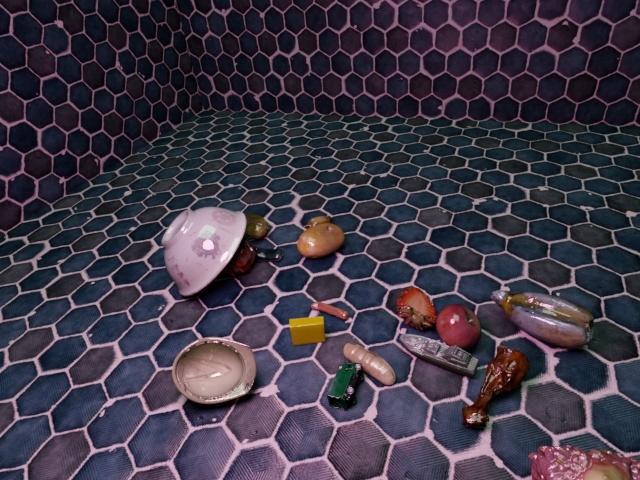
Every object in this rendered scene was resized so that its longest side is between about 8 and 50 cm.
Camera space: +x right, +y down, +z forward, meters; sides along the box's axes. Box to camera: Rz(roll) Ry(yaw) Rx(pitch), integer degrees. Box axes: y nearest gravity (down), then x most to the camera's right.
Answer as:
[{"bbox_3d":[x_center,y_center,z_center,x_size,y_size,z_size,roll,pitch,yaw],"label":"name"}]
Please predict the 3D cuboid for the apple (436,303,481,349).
[{"bbox_3d":[0.460,0.292,1.442,0.154,0.120,0.153,29,38,-26],"label":"apple"}]

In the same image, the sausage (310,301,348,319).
[{"bbox_3d":[0.036,0.265,1.641,0.158,0.036,0.042,14,6,26],"label":"sausage"}]

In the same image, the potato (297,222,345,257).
[{"bbox_3d":[0.000,0.000,1.933,0.234,0.146,0.150,-19,80,-36],"label":"potato"}]

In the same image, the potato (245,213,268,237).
[{"bbox_3d":[-0.332,-0.075,2.135,0.117,0.090,0.226,-30,34,-19],"label":"potato"}]

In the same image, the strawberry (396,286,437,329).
[{"bbox_3d":[0.356,0.258,1.575,0.167,0.086,0.208,33,22,17],"label":"strawberry"}]

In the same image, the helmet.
[{"bbox_3d":[-0.342,0.424,1.407,0.258,0.137,0.203,6,72,-9],"label":"helmet"}]

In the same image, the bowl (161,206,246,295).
[{"bbox_3d":[-0.527,-0.003,1.798,0.435,0.196,0.434,-34,33,25],"label":"bowl"}]

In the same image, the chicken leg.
[{"bbox_3d":[0.515,0.441,1.284,0.304,0.093,0.113,-39,28,-26],"label":"chicken leg"}]

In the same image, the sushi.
[{"bbox_3d":[0.606,0.571,0.956,0.271,0.236,0.170,8,47,15],"label":"sushi"}]

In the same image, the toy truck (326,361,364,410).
[{"bbox_3d":[0.085,0.451,1.350,0.079,0.065,0.147,7,39,24],"label":"toy truck"}]

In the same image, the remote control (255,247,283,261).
[{"bbox_3d":[-0.280,0.063,1.973,0.222,0.042,0.072,1,39,12],"label":"remote control"}]

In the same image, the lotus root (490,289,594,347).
[{"bbox_3d":[0.741,0.254,1.457,0.323,0.140,0.158,20,67,41],"label":"lotus root"}]

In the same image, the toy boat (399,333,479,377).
[{"bbox_3d":[0.380,0.362,1.404,0.261,0.085,0.078,17,43,30],"label":"toy boat"}]

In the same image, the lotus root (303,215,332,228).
[{"bbox_3d":[-0.012,-0.081,2.109,0.152,0.063,0.072,-13,62,-20],"label":"lotus root"}]

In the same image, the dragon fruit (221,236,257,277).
[{"bbox_3d":[-0.371,0.069,1.873,0.189,0.182,0.182,-26,27,27],"label":"dragon fruit"}]

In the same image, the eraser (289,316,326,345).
[{"bbox_3d":[-0.045,0.320,1.527,0.123,0.097,0.045,-7,33,0],"label":"eraser"}]

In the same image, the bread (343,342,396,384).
[{"bbox_3d":[0.161,0.397,1.422,0.073,0.053,0.214,-30,41,-35],"label":"bread"}]
